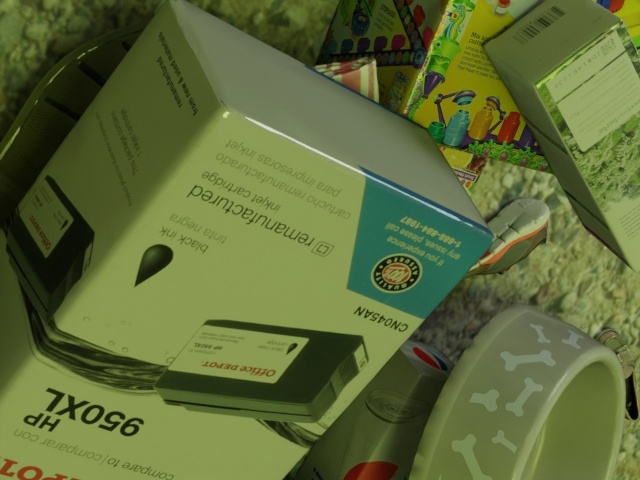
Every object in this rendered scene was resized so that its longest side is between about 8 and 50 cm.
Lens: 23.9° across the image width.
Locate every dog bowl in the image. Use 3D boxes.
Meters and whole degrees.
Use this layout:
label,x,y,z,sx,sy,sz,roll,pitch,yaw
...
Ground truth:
label,x,y,z,sx,sy,sz,roll,pitch,yaw
dog bowl,0.214,0.244,1.589,0.349,0.102,0.349,-35,135,-46

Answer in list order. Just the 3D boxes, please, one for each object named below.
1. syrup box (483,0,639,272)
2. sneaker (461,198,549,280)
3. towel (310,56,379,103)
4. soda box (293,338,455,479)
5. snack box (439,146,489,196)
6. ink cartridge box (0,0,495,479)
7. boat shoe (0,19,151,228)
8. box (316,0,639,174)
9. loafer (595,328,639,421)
label,x,y,z,sx,sy,sz,roll,pitch,yaw
syrup box,0.245,-0.093,1.308,0.093,0.096,0.237,-37,126,-2
sneaker,0.177,0.019,1.580,0.158,0.061,0.065,-27,131,-10
towel,-0.041,-0.072,1.280,0.197,0.029,0.144,-12,127,-12
soda box,0.050,0.246,1.615,0.091,0.098,0.286,22,106,-33
snack box,0.098,-0.048,1.515,0.100,0.037,0.141,17,109,-30
ink cartridge box,-0.102,0.048,1.221,0.285,0.166,0.395,23,117,-36
boat shoe,-0.214,-0.073,1.308,0.302,0.103,0.113,-42,85,0
box,0.198,-0.223,1.384,0.290,0.177,0.279,12,110,-30
loafer,0.350,0.157,1.751,0.045,0.039,0.125,-27,125,-10
